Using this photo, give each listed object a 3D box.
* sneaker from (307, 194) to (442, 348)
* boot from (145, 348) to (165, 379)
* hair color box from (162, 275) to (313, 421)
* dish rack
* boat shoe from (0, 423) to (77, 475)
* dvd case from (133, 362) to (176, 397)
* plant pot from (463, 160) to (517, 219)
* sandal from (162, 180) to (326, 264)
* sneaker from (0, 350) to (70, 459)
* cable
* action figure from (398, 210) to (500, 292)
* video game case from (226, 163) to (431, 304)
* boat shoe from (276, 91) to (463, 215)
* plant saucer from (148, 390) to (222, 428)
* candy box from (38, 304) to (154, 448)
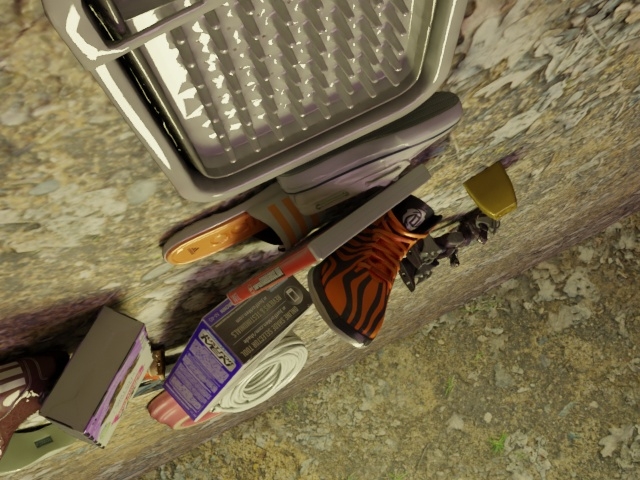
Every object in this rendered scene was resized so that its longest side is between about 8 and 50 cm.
[{"bbox_3d":[0.087,0.011,0.862,0.180,0.125,0.321,-44,-164,24],"label":"sneaker"},{"bbox_3d":[-0.336,0.234,1.092,0.085,0.059,0.158,-5,164,-6],"label":"boot"},{"bbox_3d":[-0.159,0.193,1.061,0.185,0.110,0.339,-39,173,-39],"label":"hair color box"},{"bbox_3d":[-0.022,-0.164,0.438,0.286,0.072,0.333,-27,161,-6],"label":"dish rack"},{"bbox_3d":[-0.606,0.433,1.180,0.081,0.079,0.228,-40,161,21],"label":"boat shoe"},{"bbox_3d":[-0.384,0.306,1.220,0.253,0.022,0.180,-8,160,-46],"label":"dvd case"},{"bbox_3d":[0.335,-0.088,1.116,0.081,0.083,0.081,-33,160,13],"label":"plant pot"},{"bbox_3d":[-0.072,-0.012,0.760,0.265,0.076,0.102,-27,162,-3],"label":"sandal"},{"bbox_3d":[-0.452,0.256,0.897,0.163,0.106,0.281,-18,158,-36],"label":"sneaker"},{"bbox_3d":[-0.153,0.309,1.396,0.257,0.089,0.257,-41,151,-2],"label":"cable"},{"bbox_3d":[0.301,0.006,1.303,0.285,0.099,0.185,-23,156,-25],"label":"action figure"},{"bbox_3d":[0.000,0.000,0.785,0.204,0.025,0.285,-36,-178,-32],"label":"video game case"},{"bbox_3d":[0.061,-0.100,0.684,0.227,0.083,0.075,-20,127,11],"label":"boat shoe"},{"bbox_3d":[-0.295,0.421,1.577,0.332,0.084,0.332,-25,162,-9],"label":"plant saucer"},{"bbox_3d":[-0.323,0.210,0.866,0.196,0.070,0.164,114,-1,-62],"label":"candy box"}]
